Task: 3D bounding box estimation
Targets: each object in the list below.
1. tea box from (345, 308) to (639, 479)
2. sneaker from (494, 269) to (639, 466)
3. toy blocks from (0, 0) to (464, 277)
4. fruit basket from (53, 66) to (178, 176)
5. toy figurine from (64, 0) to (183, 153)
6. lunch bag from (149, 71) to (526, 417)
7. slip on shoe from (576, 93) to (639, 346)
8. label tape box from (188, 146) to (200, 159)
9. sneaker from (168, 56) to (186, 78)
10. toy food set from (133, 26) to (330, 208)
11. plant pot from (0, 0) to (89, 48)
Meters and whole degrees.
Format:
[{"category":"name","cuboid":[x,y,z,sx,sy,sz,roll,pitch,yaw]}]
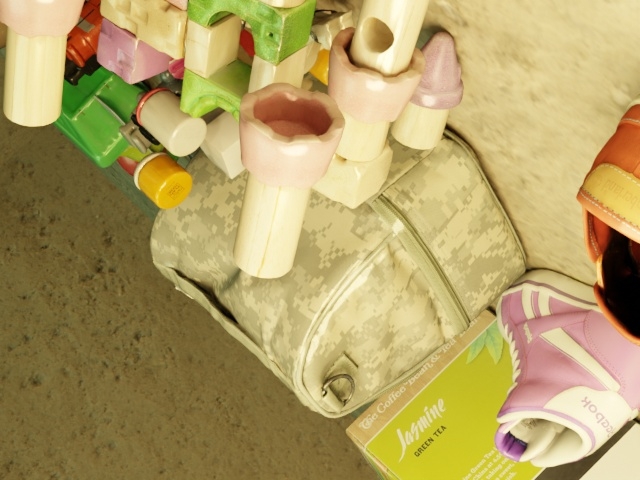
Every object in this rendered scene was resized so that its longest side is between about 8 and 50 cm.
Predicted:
[{"category":"tea box","cuboid":[0.248,0.302,1.379,0.323,0.220,0.329,39,167,40]},{"category":"sneaker","cuboid":[0.192,0.115,1.095,0.102,0.161,0.282,48,171,-11]},{"category":"toy blocks","cuboid":[-0.034,-0.193,0.864,0.288,0.309,0.260,31,131,21]},{"category":"fruit basket","cuboid":[-0.339,-0.209,2.171,0.327,0.165,0.353,39,-178,40]},{"category":"toy figurine","cuboid":[-0.231,-0.230,1.587,0.209,0.148,0.213,45,168,-7]},{"category":"lunch bag","cuboid":[0.000,0.000,1.173,0.305,0.256,0.213,38,166,43]},{"category":"slip on shoe","cuboid":[0.227,0.030,0.807,0.123,0.101,0.331,39,168,33]},{"category":"label tape box","cuboid":[-0.058,-0.035,1.558,0.249,0.115,0.347,59,172,-25]},{"category":"sneaker","cuboid":[-0.147,-0.259,1.283,0.252,0.103,0.111,53,-167,-66]},{"category":"toy food set","cuboid":[-0.090,-0.141,1.096,0.104,0.232,0.111,42,164,30]},{"category":"plant pot","cuboid":[-0.441,-0.371,1.664,0.263,0.229,0.263,47,169,12]}]
